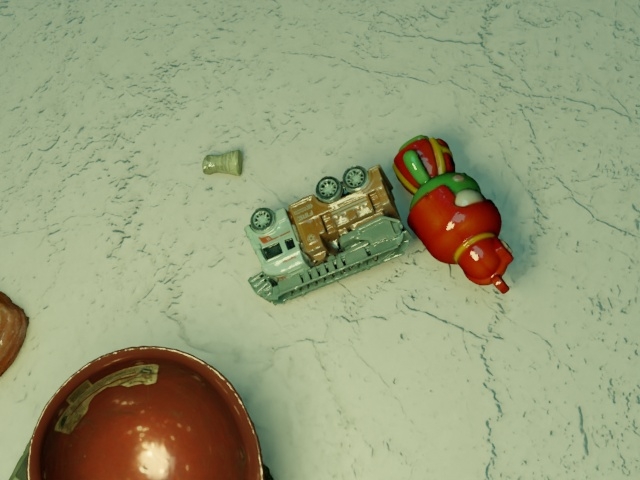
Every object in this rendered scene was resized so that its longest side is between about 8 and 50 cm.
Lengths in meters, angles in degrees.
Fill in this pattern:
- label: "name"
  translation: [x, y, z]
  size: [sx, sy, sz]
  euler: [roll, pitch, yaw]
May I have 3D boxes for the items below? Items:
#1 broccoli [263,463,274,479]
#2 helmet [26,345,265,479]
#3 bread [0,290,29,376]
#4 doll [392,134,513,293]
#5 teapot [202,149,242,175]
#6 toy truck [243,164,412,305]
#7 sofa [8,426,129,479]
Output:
- label: "broccoli"
  translation: [-0.137, 0.462, 1.367]
  size: [0.162, 0.138, 0.146]
  euler: [20, 51, -23]
- label: "helmet"
  translation: [-0.277, 0.375, 1.245]
  size: [0.337, 0.230, 0.385]
  euler: [-35, 86, -23]
- label: "bread"
  translation: [-0.695, 0.206, 1.513]
  size: [0.190, 0.123, 0.244]
  euler: [22, 73, 11]
- label: "doll"
  translation: [0.261, -0.042, 1.499]
  size: [0.160, 0.182, 0.363]
  euler: [-39, 60, 13]
- label: "teapot"
  translation: [-0.212, -0.168, 1.659]
  size: [0.083, 0.057, 0.067]
  euler: [-3, 31, 7]
- label: "toy truck"
  translation: [0.000, 0.000, 1.506]
  size: [0.338, 0.133, 0.185]
  euler: [-25, 65, 9]
- label: "sofa"
  translation: [-0.434, 0.423, 1.434]
  size: [0.225, 0.176, 0.210]
  euler: [8, 67, 38]
